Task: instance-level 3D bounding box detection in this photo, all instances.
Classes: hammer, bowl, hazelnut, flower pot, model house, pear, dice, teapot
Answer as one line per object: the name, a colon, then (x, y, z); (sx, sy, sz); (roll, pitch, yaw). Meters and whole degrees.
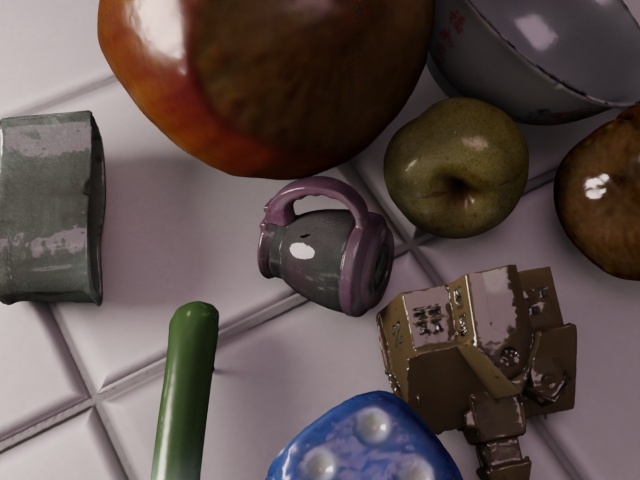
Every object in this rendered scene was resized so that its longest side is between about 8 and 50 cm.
hammer: (-0.142, 0.207, 0.863); (0.206, 0.119, 0.336); (3, 53, -1)
bowl: (0.229, -0.251, 1.083); (0.345, 0.157, 0.346); (21, 46, -23)
hazelnut: (-0.060, -0.225, 0.973); (0.365, 0.366, 0.366); (1, 59, -2)
flower pot: (-0.304, -0.033, 0.994); (0.108, 0.103, 0.229); (-4, 61, -4)
model house: (0.176, 0.162, 0.880); (0.180, 0.176, 0.248); (-10, 77, -9)
hazelnut: (0.373, -0.056, 1.000); (0.208, 0.208, 0.208); (1, 59, -2)
pear: (0.157, -0.085, 1.007); (0.167, 0.167, 0.137); (12, 33, 5)
dice: (0.043, 0.239, 0.822); (0.146, 0.143, 0.146); (-32, 65, -19)
teapot: (-0.003, 0.010, 0.961); (0.146, 0.148, 0.116); (12, 68, 20)

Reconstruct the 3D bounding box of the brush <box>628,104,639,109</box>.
brush: (0.385, -0.260, 1.196); (0.042, 0.039, 0.299); (-13, 58, -14)
